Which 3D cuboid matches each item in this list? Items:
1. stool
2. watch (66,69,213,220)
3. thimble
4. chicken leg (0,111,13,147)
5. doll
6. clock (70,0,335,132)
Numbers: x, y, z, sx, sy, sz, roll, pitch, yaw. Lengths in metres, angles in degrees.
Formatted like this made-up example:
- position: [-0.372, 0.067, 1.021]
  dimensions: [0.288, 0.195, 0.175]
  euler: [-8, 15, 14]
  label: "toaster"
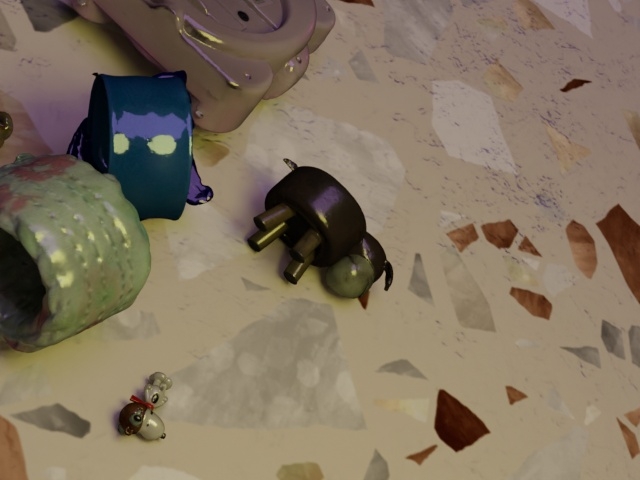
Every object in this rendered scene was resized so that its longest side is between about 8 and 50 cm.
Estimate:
- position: [0.000, 0.000, 1.693]
  dimensions: [0.121, 0.125, 0.217]
  euler: [-47, 109, -26]
  label: "stool"
- position: [-0.207, -0.113, 1.553]
  dimensions: [0.171, 0.200, 0.196]
  euler: [-10, 83, -18]
  label: "watch"
- position: [-0.299, 0.006, 1.441]
  dimensions: [0.211, 0.185, 0.149]
  euler: [49, 46, 11]
  label: "thimble"
- position: [-0.437, -0.214, 1.568]
  dimensions: [0.087, 0.107, 0.251]
  euler: [-18, 78, -58]
  label: "chicken leg"
- position: [-0.193, 0.182, 1.489]
  dimensions: [0.058, 0.040, 0.085]
  euler: [26, 52, -32]
  label: "doll"
- position: [-0.140, -0.311, 1.798]
  dimensions: [0.295, 0.113, 0.322]
  euler: [43, 38, 4]
  label: "clock"
